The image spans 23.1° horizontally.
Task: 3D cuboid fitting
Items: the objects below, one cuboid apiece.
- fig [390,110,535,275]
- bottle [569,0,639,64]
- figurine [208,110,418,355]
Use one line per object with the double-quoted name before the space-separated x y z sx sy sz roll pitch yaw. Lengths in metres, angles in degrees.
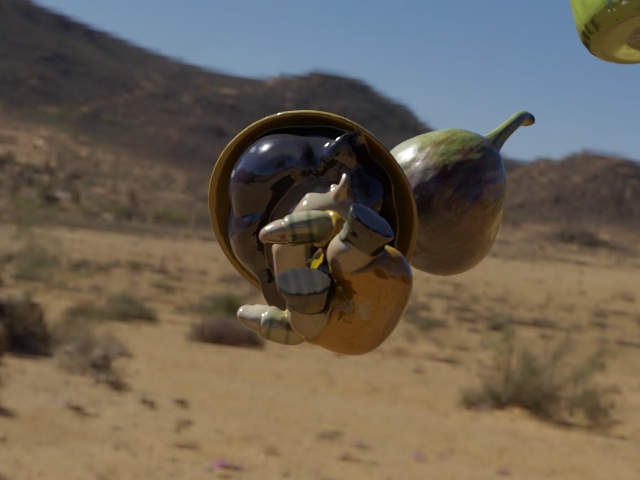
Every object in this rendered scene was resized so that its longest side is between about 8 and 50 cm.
"fig" 0.157 -0.073 1.606 0.149 0.149 0.245 9 45 45
"bottle" 0.236 -0.275 1.250 0.112 0.260 0.112 -8 -21 -3
"figurine" 0.004 0.001 1.341 0.167 0.192 0.257 17 26 -26
